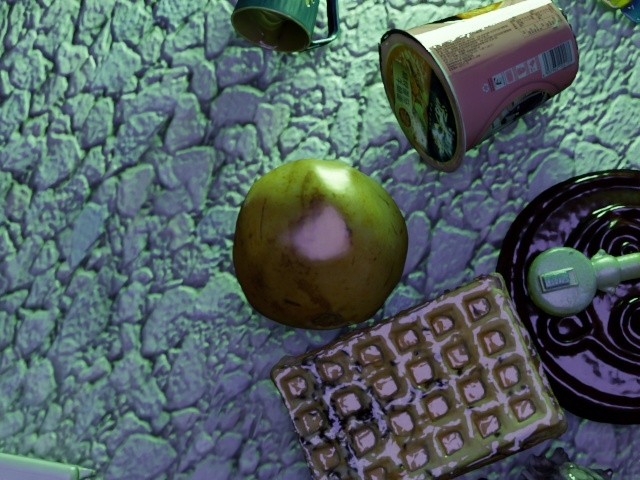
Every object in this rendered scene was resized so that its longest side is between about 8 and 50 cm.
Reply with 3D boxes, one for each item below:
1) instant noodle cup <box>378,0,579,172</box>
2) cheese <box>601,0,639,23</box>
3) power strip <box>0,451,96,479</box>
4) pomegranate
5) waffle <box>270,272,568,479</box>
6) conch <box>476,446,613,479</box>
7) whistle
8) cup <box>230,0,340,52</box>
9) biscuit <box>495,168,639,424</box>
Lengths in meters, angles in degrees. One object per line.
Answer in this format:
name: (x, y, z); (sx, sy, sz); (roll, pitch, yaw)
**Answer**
instant noodle cup: (0.253, -0.262, 1.920); (0.255, 0.244, 0.244); (-27, 80, -18)
cheese: (0.441, -0.466, 2.045); (0.270, 0.069, 0.177); (37, 78, 2)
power strip: (-0.494, 0.326, 1.773); (0.338, 0.098, 0.058); (11, 79, -1)
pomegranate: (0.000, 0.000, 1.809); (0.264, 0.264, 0.264); (1, 77, -4)
waffle: (0.138, 0.226, 1.803); (0.376, 0.114, 0.261); (-22, 82, 3)
conch: (0.329, 0.401, 1.784); (0.313, 0.186, 0.240); (-10, 44, 14)
whistle: (0.404, 0.051, 1.840); (0.198, 0.057, 0.104); (-11, 77, -2)
cup: (-0.041, -0.389, 1.973); (0.176, 0.131, 0.155); (25, 70, -29)
biscuit: (0.470, 0.081, 1.908); (0.407, 0.091, 0.407); (1, 77, -3)
